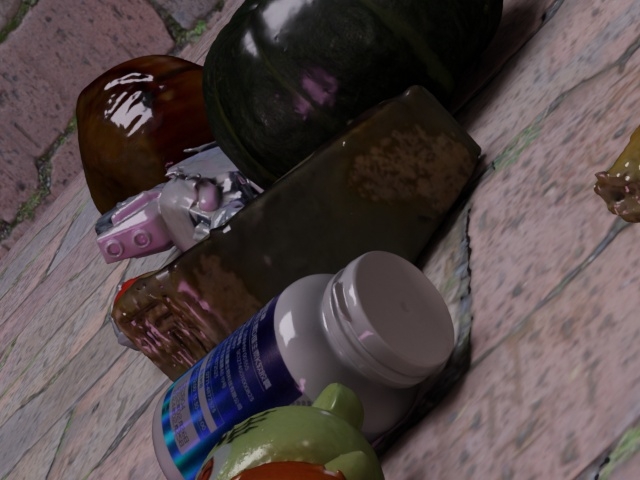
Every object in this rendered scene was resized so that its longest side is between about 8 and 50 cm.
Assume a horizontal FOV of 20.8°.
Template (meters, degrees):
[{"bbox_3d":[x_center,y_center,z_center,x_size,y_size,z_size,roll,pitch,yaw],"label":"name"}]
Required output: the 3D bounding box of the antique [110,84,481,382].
[{"bbox_3d":[0.000,0.000,1.260,0.284,0.150,0.125,-47,9,-30],"label":"antique"}]

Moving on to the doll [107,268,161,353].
[{"bbox_3d":[-0.148,0.065,1.669,0.102,0.075,0.227,-41,16,-32],"label":"doll"}]

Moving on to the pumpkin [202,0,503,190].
[{"bbox_3d":[0.020,-0.172,1.489,0.300,0.207,0.300,-45,14,14],"label":"pumpkin"}]

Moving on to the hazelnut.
[{"bbox_3d":[-0.162,-0.111,1.985,0.229,0.229,0.229,-46,13,14],"label":"hazelnut"}]

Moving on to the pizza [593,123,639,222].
[{"bbox_3d":[0.261,-0.135,0.862,0.323,0.089,0.223,-50,10,1],"label":"pizza"}]

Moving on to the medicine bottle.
[{"bbox_3d":[-0.010,0.089,1.066,0.191,0.107,0.107,-40,16,35],"label":"medicine bottle"}]

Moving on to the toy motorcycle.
[{"bbox_3d":[-0.105,-0.025,1.664,0.239,0.108,0.204,-34,21,11],"label":"toy motorcycle"}]

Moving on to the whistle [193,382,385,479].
[{"bbox_3d":[-0.016,0.163,0.873,0.131,0.106,0.288,-54,11,11],"label":"whistle"}]
